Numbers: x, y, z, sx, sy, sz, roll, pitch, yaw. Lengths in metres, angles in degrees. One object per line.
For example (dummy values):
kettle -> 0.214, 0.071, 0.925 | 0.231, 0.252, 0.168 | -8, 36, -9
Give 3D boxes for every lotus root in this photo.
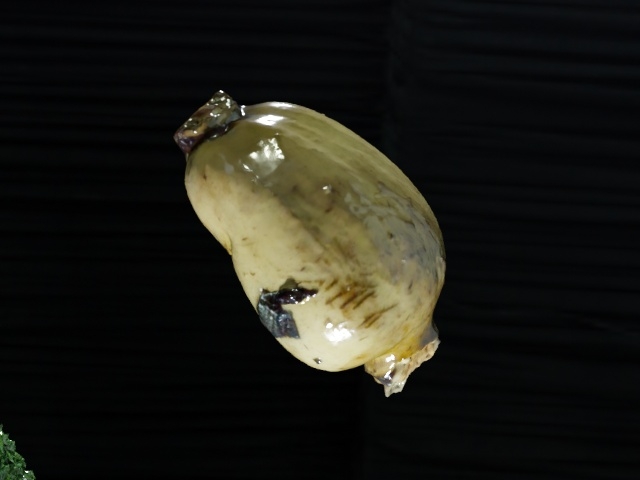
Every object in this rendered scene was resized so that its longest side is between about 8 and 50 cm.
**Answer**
lotus root -> 0.000, 0.000, 0.915 | 0.140, 0.257, 0.154 | -39, 7, 48

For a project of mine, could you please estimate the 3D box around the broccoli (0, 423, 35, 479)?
broccoli -> -0.388, 0.208, 0.855 | 0.321, 0.310, 0.413 | -53, -19, -28
